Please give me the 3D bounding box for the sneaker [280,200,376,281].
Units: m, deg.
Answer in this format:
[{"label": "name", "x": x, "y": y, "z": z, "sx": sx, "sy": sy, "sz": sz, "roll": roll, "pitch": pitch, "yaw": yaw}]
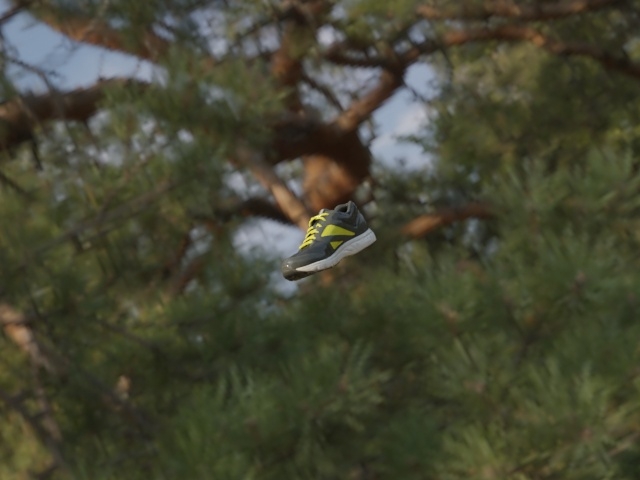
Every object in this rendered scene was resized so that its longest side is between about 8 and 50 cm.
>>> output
[{"label": "sneaker", "x": 0.000, "y": 0.000, "z": 0.848, "sx": 0.031, "sy": 0.035, "sz": 0.083, "roll": -21, "pitch": 4, "yaw": 42}]
